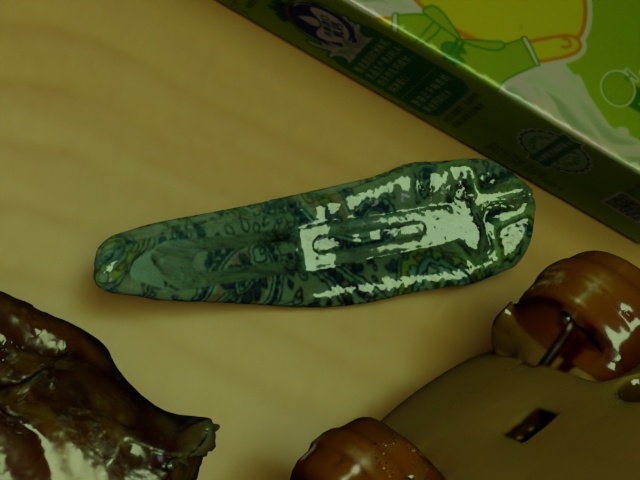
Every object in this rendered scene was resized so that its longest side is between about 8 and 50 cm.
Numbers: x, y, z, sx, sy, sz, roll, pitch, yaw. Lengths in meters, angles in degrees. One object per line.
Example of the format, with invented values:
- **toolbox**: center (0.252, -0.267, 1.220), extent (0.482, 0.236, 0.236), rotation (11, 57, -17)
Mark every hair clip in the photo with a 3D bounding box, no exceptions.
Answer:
- **hair clip**: center (0.000, 0.000, 0.711), extent (0.229, 0.036, 0.066), rotation (-8, 85, -24)

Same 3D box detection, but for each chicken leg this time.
- **chicken leg**: center (-0.176, 0.034, 0.636), extent (0.304, 0.093, 0.113), rotation (43, 53, 5)

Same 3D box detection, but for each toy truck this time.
- **toy truck**: center (0.133, 0.146, 0.606), extent (0.204, 0.288, 0.211), rotation (-35, 114, -23)

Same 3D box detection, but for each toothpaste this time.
- **toothpaste**: center (0.067, -0.124, 0.737), extent (0.327, 0.077, 0.110), rotation (29, 74, -8)
